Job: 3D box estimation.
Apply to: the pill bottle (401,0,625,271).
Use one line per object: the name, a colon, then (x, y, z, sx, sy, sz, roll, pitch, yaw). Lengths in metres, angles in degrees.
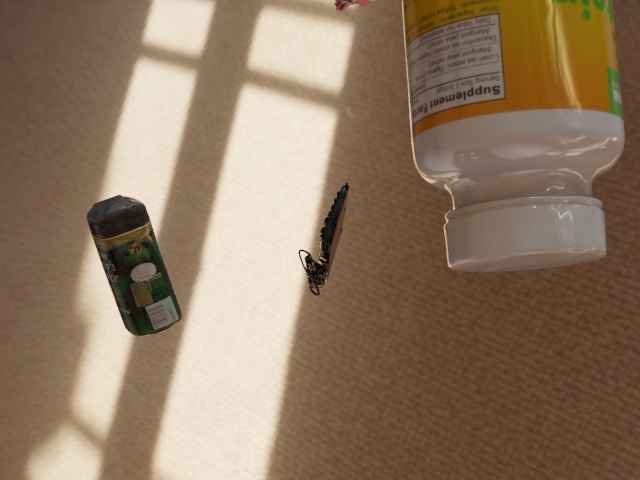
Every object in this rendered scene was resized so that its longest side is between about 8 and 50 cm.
pill bottle: (0.125, -0.107, 0.733, 0.136, 0.136, 0.246, -10, 81, 40)

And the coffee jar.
coffee jar: (-0.253, 0.031, 1.520, 0.079, 0.184, 0.096, -22, 18, -18)

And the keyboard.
keyboard: (0.000, 0.000, 1.275, 0.038, 0.192, 0.100, 16, 75, 4)

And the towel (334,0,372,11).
towel: (0.130, -0.454, 1.953, 0.197, 0.144, 0.029, -23, 93, 29)
